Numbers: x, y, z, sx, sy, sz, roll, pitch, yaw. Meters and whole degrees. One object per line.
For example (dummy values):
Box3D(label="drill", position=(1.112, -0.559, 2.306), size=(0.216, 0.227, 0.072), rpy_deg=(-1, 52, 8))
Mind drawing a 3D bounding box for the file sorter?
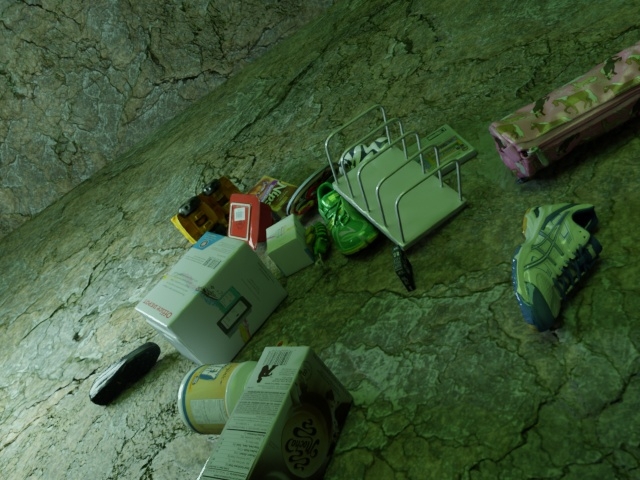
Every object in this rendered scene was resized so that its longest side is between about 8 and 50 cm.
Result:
Box3D(label="file sorter", position=(0.168, -0.156, 1.449), size=(0.193, 0.173, 0.277), rpy_deg=(-35, 53, -12))

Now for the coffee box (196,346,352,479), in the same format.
Box3D(label="coffee box", position=(-0.074, 0.355, 1.104), size=(0.119, 0.168, 0.297), rpy_deg=(-8, 41, 38))

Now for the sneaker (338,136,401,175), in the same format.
Box3D(label="sneaker", position=(0.109, -0.182, 1.719), size=(0.235, 0.094, 0.153), rpy_deg=(-8, 48, 49))

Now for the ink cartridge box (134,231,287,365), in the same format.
Box3D(label="ink cartridge box", position=(-0.267, 0.149, 1.542), size=(0.270, 0.197, 0.198), rpy_deg=(-49, 34, -21))

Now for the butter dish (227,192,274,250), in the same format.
Box3D(label="butter dish", position=(-0.189, -0.054, 1.833), size=(0.160, 0.118, 0.159), rpy_deg=(9, 97, 51))

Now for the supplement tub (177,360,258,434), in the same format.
Box3D(label="supplement tub", position=(-0.174, 0.319, 1.271), size=(0.200, 0.144, 0.144), rpy_deg=(-12, 39, 34))

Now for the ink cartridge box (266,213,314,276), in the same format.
Box3D(label="ink cartridge box", position=(-0.081, 0.007, 1.655), size=(0.090, 0.092, 0.143), rpy_deg=(-30, 30, 12))

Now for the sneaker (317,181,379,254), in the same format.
Box3D(label="sneaker", position=(0.050, -0.060, 1.586), size=(0.109, 0.123, 0.295), rpy_deg=(-36, 32, -1))

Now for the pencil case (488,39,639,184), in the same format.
Box3D(label="pencil case", position=(0.564, -0.276, 1.345), size=(0.386, 0.160, 0.167), rpy_deg=(-29, 56, 10))

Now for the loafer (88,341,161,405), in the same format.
Box3D(label="loafer", position=(-0.518, 0.338, 1.648), size=(0.223, 0.076, 0.078), rpy_deg=(-40, 39, 0))

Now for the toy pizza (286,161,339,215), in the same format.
Box3D(label="toy pizza", position=(-0.014, -0.135, 1.745), size=(0.201, 0.032, 0.201), rpy_deg=(-43, -12, -11))

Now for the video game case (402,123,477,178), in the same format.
Box3D(label="video game case", position=(0.283, -0.214, 1.664), size=(0.213, 0.023, 0.193), rpy_deg=(-32, 31, 5))

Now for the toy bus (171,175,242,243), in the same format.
Box3D(label="toy bus", position=(-0.373, -0.090, 2.047), size=(0.220, 0.149, 0.211), rpy_deg=(-46, 16, -20))

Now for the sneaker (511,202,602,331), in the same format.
Box3D(label="sneaker", position=(0.424, 0.030, 1.111), size=(0.131, 0.111, 0.296), rpy_deg=(-11, 40, 34))

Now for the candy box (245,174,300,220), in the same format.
Box3D(label="candy box", position=(-0.142, -0.130, 1.914), size=(0.187, 0.053, 0.109), rpy_deg=(24, 63, 44))

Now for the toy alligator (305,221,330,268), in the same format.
Box3D(label="toy alligator", position=(0.000, 0.000, 1.602), size=(0.051, 0.056, 0.189), rpy_deg=(-58, 22, 24))

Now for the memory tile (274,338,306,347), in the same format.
Box3D(label="memory tile", position=(-0.098, 0.281, 1.377), size=(0.113, 0.012, 0.148), rpy_deg=(11, 53, 50))

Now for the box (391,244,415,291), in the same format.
Box3D(label="box", position=(0.179, 0.059, 1.353), size=(0.018, 0.067, 0.083), rpy_deg=(-25, 32, 18))
